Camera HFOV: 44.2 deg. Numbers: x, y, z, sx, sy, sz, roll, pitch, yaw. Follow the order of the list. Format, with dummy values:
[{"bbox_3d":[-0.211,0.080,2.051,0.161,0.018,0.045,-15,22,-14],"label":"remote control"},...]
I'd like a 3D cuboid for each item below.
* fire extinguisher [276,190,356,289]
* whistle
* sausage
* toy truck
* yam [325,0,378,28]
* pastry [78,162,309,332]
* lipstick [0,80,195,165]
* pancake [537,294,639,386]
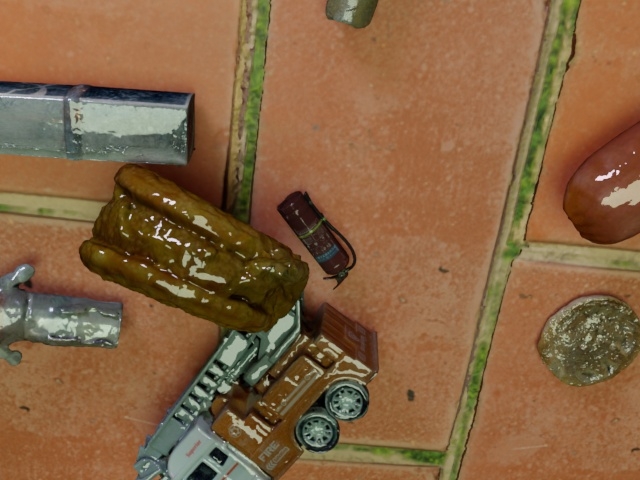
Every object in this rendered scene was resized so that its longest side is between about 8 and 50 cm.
[{"bbox_3d":[0.000,0.000,0.952,0.056,0.039,0.132,-29,113,20],"label":"fire extinguisher"},{"bbox_3d":[-0.412,0.086,0.925,0.346,0.134,0.142,8,78,-15],"label":"whistle"},{"bbox_3d":[0.396,-0.092,0.894,0.259,0.113,0.113,-32,112,10],"label":"sausage"},{"bbox_3d":[-0.089,0.215,0.998,0.184,0.133,0.338,39,104,-8],"label":"toy truck"},{"bbox_3d":[0.046,-0.289,0.814,0.054,0.054,0.132,15,112,-10],"label":"yam"},{"bbox_3d":[-0.136,0.024,0.848,0.235,0.240,0.132,30,89,2],"label":"pastry"},{"bbox_3d":[-0.284,-0.129,0.854,0.289,0.077,0.076,2,115,-3],"label":"lipstick"},{"bbox_3d":[0.358,0.133,1.040,0.139,0.022,0.139,-1,114,-3],"label":"pancake"}]
